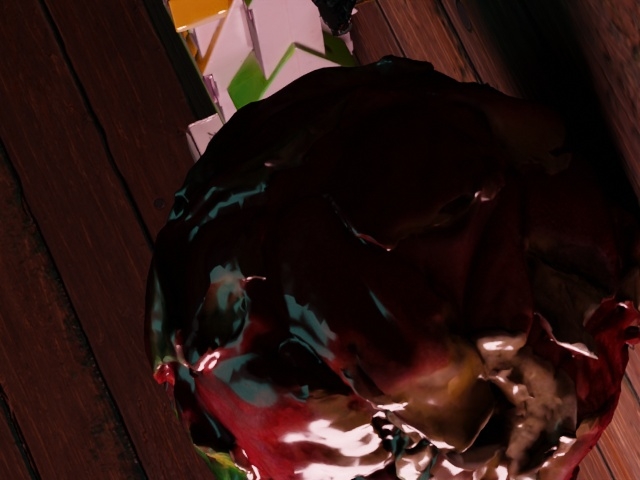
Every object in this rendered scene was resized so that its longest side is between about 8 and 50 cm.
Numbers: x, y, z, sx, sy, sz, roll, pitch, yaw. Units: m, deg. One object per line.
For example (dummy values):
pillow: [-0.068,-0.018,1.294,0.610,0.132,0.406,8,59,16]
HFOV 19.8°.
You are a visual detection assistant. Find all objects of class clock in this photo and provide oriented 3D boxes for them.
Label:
clock: [-0.073,-0.250,1.636,0.309,0.166,0.235,82,163,-62]

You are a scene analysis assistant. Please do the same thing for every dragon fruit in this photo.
dragon fruit: [0.041,0.038,1.137,0.329,0.329,0.329,156,90,-84]

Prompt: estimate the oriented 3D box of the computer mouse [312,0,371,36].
computer mouse: [0.024,-0.231,1.303,0.146,0.078,0.242,66,170,-1]

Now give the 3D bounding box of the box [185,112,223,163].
box: [0.001,0.002,1.913,0.145,0.173,0.332,114,132,-84]
